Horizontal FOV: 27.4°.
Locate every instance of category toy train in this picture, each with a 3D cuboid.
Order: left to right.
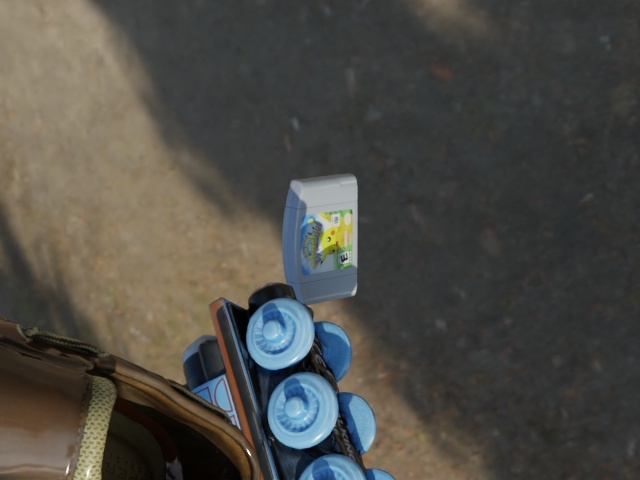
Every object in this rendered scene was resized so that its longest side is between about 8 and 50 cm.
[{"bbox_3d":[-0.025,0.115,0.746,0.105,0.080,0.184,-28,62,15],"label":"toy train"}]

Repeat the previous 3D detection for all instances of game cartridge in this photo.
[{"bbox_3d":[0.000,0.000,0.853,0.017,0.056,0.083,14,108,51],"label":"game cartridge"}]

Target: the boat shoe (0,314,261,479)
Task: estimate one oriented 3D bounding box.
[{"bbox_3d":[-0.119,0.066,0.509,0.095,0.257,0.095,-7,70,35],"label":"boat shoe"}]
